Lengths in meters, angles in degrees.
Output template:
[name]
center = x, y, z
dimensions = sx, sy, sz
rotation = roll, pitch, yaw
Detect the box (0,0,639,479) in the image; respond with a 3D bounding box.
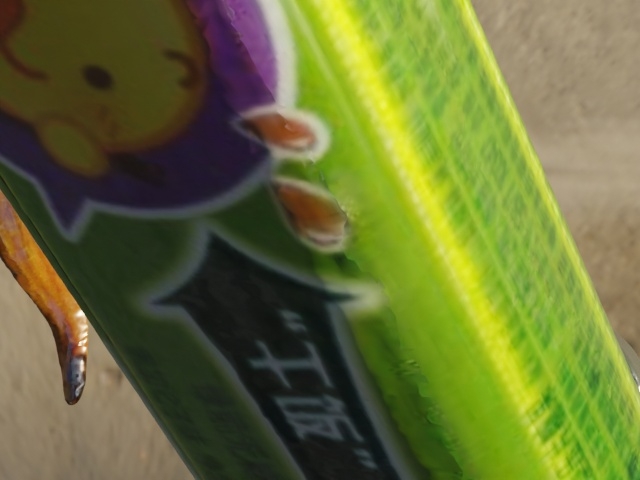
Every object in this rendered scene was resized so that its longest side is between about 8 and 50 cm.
[box]
center = 0.000, 0.000, 0.496
dimensions = 0.134, 0.345, 0.097
rotation = -3, 42, 32

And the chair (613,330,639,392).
[chair]
center = 0.118, 0.101, 0.962
dimensions = 0.104, 0.221, 0.095
rotation = 9, 99, 13

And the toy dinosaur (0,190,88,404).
[toy dinosaur]
center = -0.208, -0.130, 0.957
dimensions = 0.208, 0.097, 0.432
rotation = 5, 110, -10
